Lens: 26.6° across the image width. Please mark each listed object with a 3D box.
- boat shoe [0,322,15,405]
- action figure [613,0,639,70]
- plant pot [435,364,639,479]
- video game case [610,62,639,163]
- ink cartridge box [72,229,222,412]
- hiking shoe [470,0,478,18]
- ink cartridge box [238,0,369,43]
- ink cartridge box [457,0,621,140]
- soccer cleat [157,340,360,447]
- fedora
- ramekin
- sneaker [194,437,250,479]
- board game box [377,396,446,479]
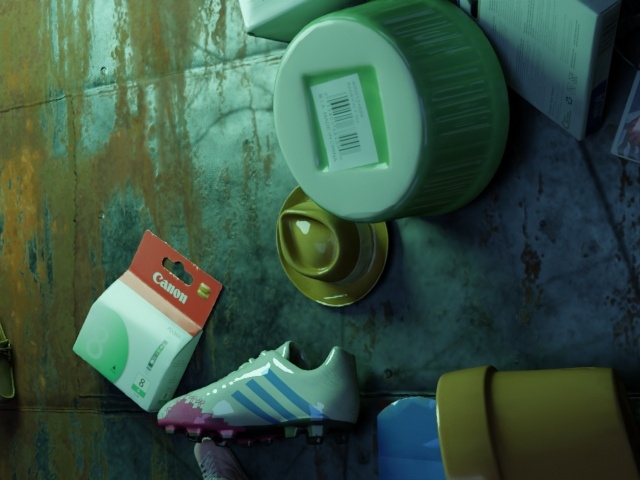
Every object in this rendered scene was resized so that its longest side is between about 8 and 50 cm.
[{"bbox_3d":[-0.547,0.187,2.255,0.060,0.064,0.178,-33,69,30],"label":"boat shoe"},{"bbox_3d":[0.329,-0.342,1.648,0.164,0.141,0.276,-9,83,44],"label":"action figure"},{"bbox_3d":[0.279,0.271,1.604,0.203,0.291,0.291,-18,79,14],"label":"plant pot"},{"bbox_3d":[0.463,-0.172,1.626,0.183,0.023,0.201,23,101,32],"label":"video game case"},{"bbox_3d":[-0.268,0.122,2.082,0.181,0.056,0.225,34,109,29],"label":"ink cartridge box"},{"bbox_3d":[0.235,-0.390,1.755,0.114,0.086,0.227,-8,94,26],"label":"hiking shoe"},{"bbox_3d":[-0.007,-0.505,1.867,0.270,0.151,0.396,-21,79,30],"label":"ink cartridge box"},{"bbox_3d":[0.261,-0.262,1.663,0.045,0.223,0.224,-37,60,-21],"label":"ink cartridge box"},{"bbox_3d":[-0.085,0.219,1.937,0.331,0.116,0.143,-6,70,31],"label":"soccer cleat"},{"bbox_3d":[0.000,0.000,1.892,0.194,0.079,0.194,-1,87,34],"label":"fedora"},{"bbox_3d":[0.079,-0.166,1.753,0.303,0.148,0.304,16,114,41],"label":"ramekin"},{"bbox_3d":[-0.153,0.344,1.990,0.134,0.070,0.051,47,115,26],"label":"sneaker"},{"bbox_3d":[0.144,0.292,1.820,0.133,0.033,0.169,-1,93,28],"label":"board game box"}]
